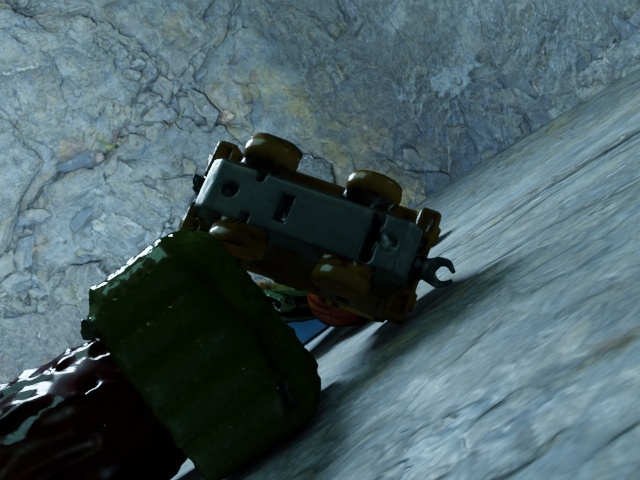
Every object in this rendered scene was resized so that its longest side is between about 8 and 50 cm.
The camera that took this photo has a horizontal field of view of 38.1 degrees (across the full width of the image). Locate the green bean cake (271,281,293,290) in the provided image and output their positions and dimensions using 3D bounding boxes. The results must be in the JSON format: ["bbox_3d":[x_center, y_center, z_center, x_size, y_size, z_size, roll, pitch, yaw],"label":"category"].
[{"bbox_3d":[-0.172,0.209,2.268,0.233,0.124,0.236,-34,0,-26],"label":"green bean cake"}]

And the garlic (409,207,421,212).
[{"bbox_3d":[0.164,0.008,1.959,0.198,0.090,0.128,-29,16,30],"label":"garlic"}]

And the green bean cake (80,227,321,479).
[{"bbox_3d":[-0.120,0.114,1.033,0.156,0.250,0.247,-35,0,3],"label":"green bean cake"}]

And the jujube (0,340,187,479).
[{"bbox_3d":[-0.328,0.265,1.116,0.376,0.258,0.258,-40,3,-28],"label":"jujube"}]

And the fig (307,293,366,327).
[{"bbox_3d":[0.054,0.074,1.460,0.150,0.128,0.128,-8,3,4],"label":"fig"}]

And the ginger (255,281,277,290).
[{"bbox_3d":[-0.208,0.214,1.893,0.274,0.152,0.357,-41,-7,40],"label":"ginger"}]

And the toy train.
[{"bbox_3d":[0.000,0.000,1.243,0.232,0.369,0.163,83,-152,-70],"label":"toy train"}]

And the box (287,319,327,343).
[{"bbox_3d":[0.006,0.118,1.811,0.232,0.083,0.142,-36,1,-17],"label":"box"}]

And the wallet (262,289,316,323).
[{"bbox_3d":[-0.045,0.106,1.574,0.160,0.055,0.236,4,2,39],"label":"wallet"}]
